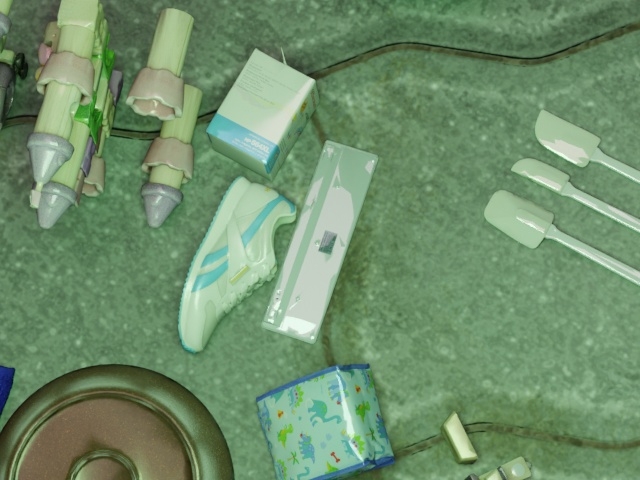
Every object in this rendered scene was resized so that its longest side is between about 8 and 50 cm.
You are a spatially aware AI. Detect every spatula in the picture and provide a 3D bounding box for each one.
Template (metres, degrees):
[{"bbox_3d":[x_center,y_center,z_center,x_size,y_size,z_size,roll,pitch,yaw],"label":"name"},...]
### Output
[{"bbox_3d":[0.345,-0.040,2.002,0.242,0.019,0.168,29,75,8],"label":"spatula"}]

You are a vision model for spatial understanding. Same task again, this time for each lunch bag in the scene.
[{"bbox_3d":[-0.001,0.228,1.923,0.151,0.096,0.128,-23,75,28],"label":"lunch bag"}]

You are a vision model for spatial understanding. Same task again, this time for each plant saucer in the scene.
[{"bbox_3d":[-0.260,0.300,1.945,0.311,0.050,0.310,-1,76,3],"label":"plant saucer"}]

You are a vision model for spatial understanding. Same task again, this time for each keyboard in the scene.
[{"bbox_3d":[0.000,0.000,2.016,0.072,0.014,0.256,19,79,2],"label":"keyboard"}]

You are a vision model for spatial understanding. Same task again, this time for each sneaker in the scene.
[{"bbox_3d":[-0.107,0.037,1.976,0.092,0.087,0.228,23,82,6],"label":"sneaker"}]

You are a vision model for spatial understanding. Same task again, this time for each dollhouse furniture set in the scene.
[{"bbox_3d":[0.206,0.245,1.919,0.081,0.091,0.114,-21,73,-17],"label":"dollhouse furniture set"}]

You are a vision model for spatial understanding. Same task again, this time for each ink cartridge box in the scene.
[{"bbox_3d":[-0.066,-0.165,2.014,0.090,0.092,0.143,29,81,9],"label":"ink cartridge box"}]

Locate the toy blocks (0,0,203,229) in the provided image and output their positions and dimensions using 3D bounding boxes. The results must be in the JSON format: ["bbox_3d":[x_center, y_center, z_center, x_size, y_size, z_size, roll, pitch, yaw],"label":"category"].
[{"bbox_3d":[-0.312,-0.128,1.920,0.309,0.288,0.260,11,73,3],"label":"toy blocks"}]

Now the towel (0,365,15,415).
[{"bbox_3d":[-0.526,0.265,1.954,0.228,0.076,0.308,14,79,7],"label":"towel"}]
